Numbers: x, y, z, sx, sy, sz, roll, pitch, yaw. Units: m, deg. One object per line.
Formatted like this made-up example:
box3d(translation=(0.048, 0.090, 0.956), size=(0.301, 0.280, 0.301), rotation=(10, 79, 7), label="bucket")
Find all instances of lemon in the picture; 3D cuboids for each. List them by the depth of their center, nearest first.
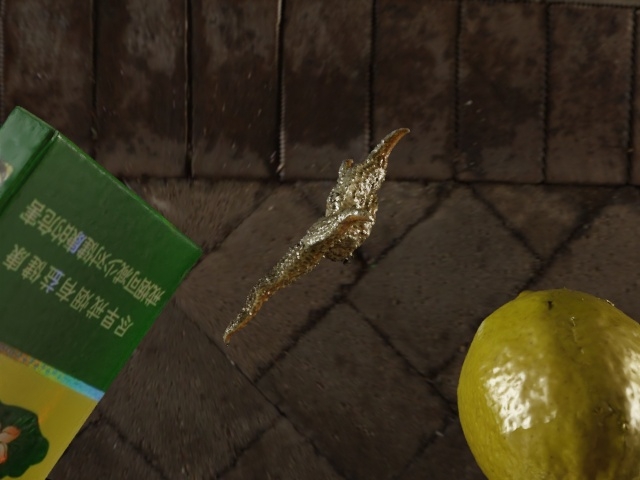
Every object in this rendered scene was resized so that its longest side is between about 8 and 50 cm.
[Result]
box3d(translation=(0.232, 0.156, 1.087), size=(0.204, 0.204, 0.260), rotation=(-2, 45, -7), label="lemon")

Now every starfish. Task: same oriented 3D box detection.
box3d(translation=(0.016, -0.014, 1.511), size=(0.084, 0.293, 0.301), rotation=(37, 127, -3), label="starfish")

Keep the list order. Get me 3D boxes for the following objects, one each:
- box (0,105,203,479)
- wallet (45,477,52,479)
box3d(translation=(-0.155, 0.070, 0.497), size=(0.034, 0.132, 0.235), rotation=(30, 82, 30), label="box")
box3d(translation=(-0.294, 0.294, 1.246), size=(0.230, 0.124, 0.042), rotation=(24, 54, 1), label="wallet")
